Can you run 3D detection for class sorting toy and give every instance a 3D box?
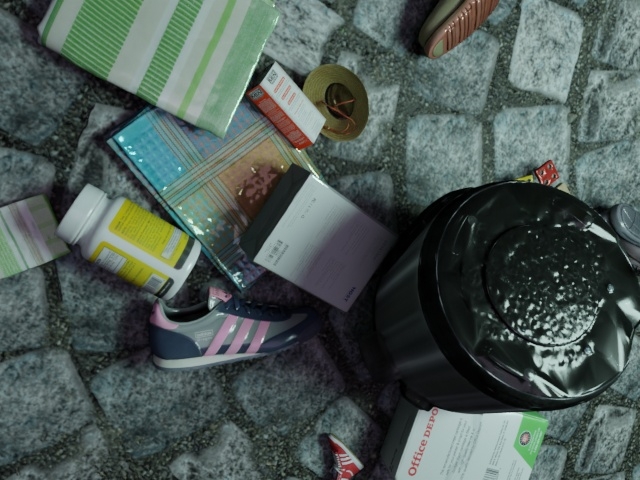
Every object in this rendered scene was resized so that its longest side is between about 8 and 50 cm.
[{"bbox_3d":[0.502,-0.046,1.186,0.132,0.046,0.274,-39,109,-8],"label":"sorting toy"}]

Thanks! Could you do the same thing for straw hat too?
[{"bbox_3d":[0.040,-0.261,0.988,0.061,0.144,0.144,-47,115,-46],"label":"straw hat"}]

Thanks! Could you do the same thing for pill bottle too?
[{"bbox_3d":[-0.317,0.002,0.890,0.208,0.119,0.119,33,88,-20],"label":"pill bottle"}]

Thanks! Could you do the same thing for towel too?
[{"bbox_3d":[-0.156,-0.119,0.965,0.271,0.040,0.370,-40,109,-7],"label":"towel"},{"bbox_3d":[-0.509,-0.003,0.882,0.152,0.023,0.113,-21,107,-16],"label":"towel"},{"bbox_3d":[-0.256,-0.348,0.868,0.324,0.038,0.248,25,89,-13],"label":"towel"}]

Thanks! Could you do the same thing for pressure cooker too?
[{"bbox_3d":[0.284,0.129,0.967,0.369,0.420,0.376,20,69,-2],"label":"pressure cooker"}]

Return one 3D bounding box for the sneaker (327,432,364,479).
[{"bbox_3d":[0.036,0.462,1.125,0.067,0.042,0.118,-42,111,-11],"label":"sneaker"}]

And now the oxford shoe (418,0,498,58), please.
[{"bbox_3d":[0.298,-0.529,1.016,0.146,0.140,0.397,38,91,11],"label":"oxford shoe"}]

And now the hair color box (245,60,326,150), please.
[{"bbox_3d":[-0.058,-0.237,0.949,0.141,0.043,0.072,45,50,-27],"label":"hair color box"}]

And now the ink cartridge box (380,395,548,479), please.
[{"bbox_3d":[0.301,0.423,1.143,0.289,0.121,0.211,19,92,-11],"label":"ink cartridge box"}]

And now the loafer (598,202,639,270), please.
[{"bbox_3d":[0.749,0.011,1.267,0.302,0.095,0.109,31,59,-24],"label":"loafer"}]

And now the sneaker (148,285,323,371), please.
[{"bbox_3d":[-0.150,0.142,0.973,0.319,0.112,0.131,-10,105,-17],"label":"sneaker"}]

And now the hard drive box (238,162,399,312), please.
[{"bbox_3d":[0.000,0.000,0.977,0.232,0.089,0.181,33,93,-32],"label":"hard drive box"}]
